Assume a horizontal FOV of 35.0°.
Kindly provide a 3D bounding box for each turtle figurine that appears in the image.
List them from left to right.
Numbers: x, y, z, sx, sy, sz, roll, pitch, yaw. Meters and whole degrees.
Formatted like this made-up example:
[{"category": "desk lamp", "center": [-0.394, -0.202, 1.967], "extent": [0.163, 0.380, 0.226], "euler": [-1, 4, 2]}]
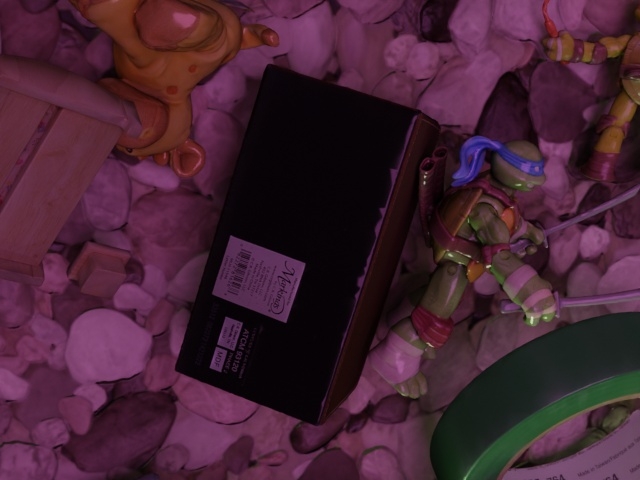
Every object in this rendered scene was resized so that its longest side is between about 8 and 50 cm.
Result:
[{"category": "turtle figurine", "center": [0.189, 0.047, 1.017], "extent": [0.275, 0.198, 0.266], "euler": [20, 122, -30]}, {"category": "turtle figurine", "center": [0.363, -0.172, 1.097], "extent": [0.270, 0.087, 0.217], "euler": [-1, 104, -16]}]

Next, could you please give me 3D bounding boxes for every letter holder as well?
[{"category": "letter holder", "center": [0.000, 0.000, 1.019], "extent": [0.152, 0.214, 0.301], "euler": [19, 97, 12]}]

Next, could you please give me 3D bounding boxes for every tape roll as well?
[{"category": "tape roll", "center": [0.281, 0.212, 1.103], "extent": [0.321, 0.077, 0.321], "euler": [-13, 137, -12]}]

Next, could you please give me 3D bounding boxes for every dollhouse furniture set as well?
[{"category": "dollhouse furniture set", "center": [-0.272, -0.142, 0.853], "extent": [0.355, 0.174, 0.303], "euler": [18, 124, -38]}]

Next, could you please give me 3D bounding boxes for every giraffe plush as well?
[{"category": "giraffe plush", "center": [-0.160, -0.154, 0.932], "extent": [0.210, 0.181, 0.170], "euler": [4, 118, -52]}]

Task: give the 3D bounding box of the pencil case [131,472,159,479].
[{"category": "pencil case", "center": [-0.270, 0.331, 1.027], "extent": [0.273, 0.124, 0.113], "euler": [-18, 108, -12]}]
